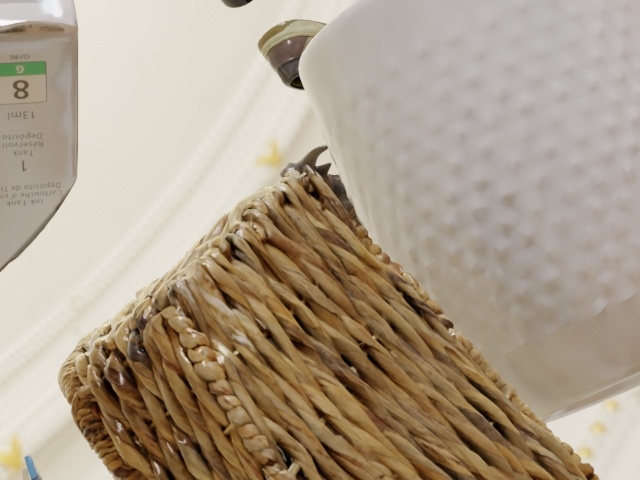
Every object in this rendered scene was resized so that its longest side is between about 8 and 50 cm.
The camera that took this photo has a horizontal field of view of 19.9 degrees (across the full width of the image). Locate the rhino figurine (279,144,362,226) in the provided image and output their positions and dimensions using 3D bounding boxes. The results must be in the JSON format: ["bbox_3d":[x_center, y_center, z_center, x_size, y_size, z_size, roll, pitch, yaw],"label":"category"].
[{"bbox_3d":[0.000,0.000,1.711,0.073,0.106,0.243,-94,5,-46],"label":"rhino figurine"}]

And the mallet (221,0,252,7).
[{"bbox_3d":[-0.046,-0.277,1.450,0.062,0.039,0.190,48,-122,-48],"label":"mallet"}]

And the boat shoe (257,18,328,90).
[{"bbox_3d":[0.032,-0.180,1.925,0.223,0.080,0.073,3,-119,-41],"label":"boat shoe"}]

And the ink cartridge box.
[{"bbox_3d":[-0.145,-0.064,0.858,0.181,0.056,0.225,-105,14,-45],"label":"ink cartridge box"}]

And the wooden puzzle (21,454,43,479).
[{"bbox_3d":[-0.226,0.229,1.476,0.116,0.014,0.079,-113,-1,-64],"label":"wooden puzzle"}]

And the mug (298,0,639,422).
[{"bbox_3d":[0.212,-0.052,1.422,0.374,0.276,0.328,-18,-102,-22],"label":"mug"}]

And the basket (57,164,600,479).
[{"bbox_3d":[-0.019,0.154,1.051,0.299,0.223,0.213,47,-142,-6],"label":"basket"}]
